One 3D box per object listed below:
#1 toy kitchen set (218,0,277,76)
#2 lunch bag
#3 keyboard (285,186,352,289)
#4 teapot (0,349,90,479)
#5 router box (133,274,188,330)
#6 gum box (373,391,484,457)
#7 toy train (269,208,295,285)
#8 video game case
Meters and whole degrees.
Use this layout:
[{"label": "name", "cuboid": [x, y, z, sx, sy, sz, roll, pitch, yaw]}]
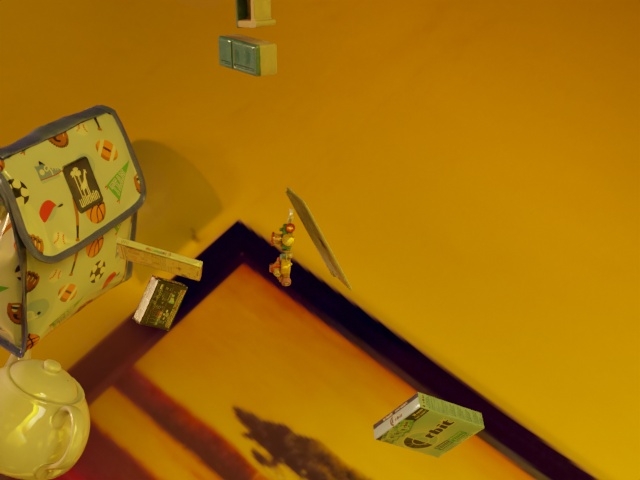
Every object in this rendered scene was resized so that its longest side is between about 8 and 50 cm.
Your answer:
[{"label": "toy kitchen set", "cuboid": [-0.173, -0.376, 1.390, 0.122, 0.166, 0.207, 27, -56, 46]}, {"label": "lunch bag", "cuboid": [-0.500, -0.034, 1.566, 0.239, 0.328, 0.385, 25, -55, 16]}, {"label": "keyboard", "cuboid": [0.000, 0.000, 1.667, 0.072, 0.014, 0.256, 35, -20, 48]}, {"label": "teapot", "cuboid": [-0.530, 0.311, 1.577, 0.256, 0.252, 0.187, 29, -79, 1]}, {"label": "router box", "cuboid": [-0.393, 0.153, 2.078, 0.092, 0.122, 0.038, 22, 5, -44]}, {"label": "gum box", "cuboid": [0.236, 0.406, 1.848, 0.184, 0.041, 0.157, 23, -49, -27]}, {"label": "toy train", "cuboid": [-0.082, 0.022, 1.716, 0.046, 0.125, 0.166, 2, -62, -7]}, {"label": "video game case", "cuboid": [-0.229, 0.028, 1.211, 0.122, 0.011, 0.087, 16, -17, -5]}]
